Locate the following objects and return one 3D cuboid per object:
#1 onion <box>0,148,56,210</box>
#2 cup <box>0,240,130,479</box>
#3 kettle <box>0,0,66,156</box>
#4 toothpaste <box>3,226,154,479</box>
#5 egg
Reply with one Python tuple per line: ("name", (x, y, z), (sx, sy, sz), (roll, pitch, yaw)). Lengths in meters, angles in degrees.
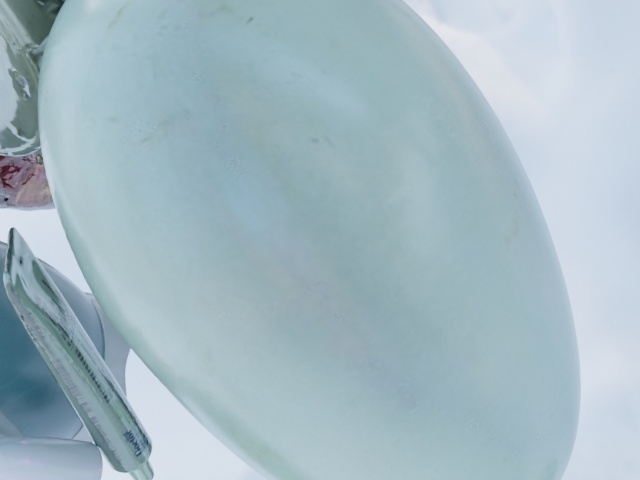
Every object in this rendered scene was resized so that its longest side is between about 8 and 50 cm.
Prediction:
("onion", (-0.291, -0.132, 1.510), (0.252, 0.252, 0.219), (-37, 38, 9))
("cup", (-0.221, 0.077, 0.934), (0.299, 0.173, 0.168), (38, 107, 46))
("kettle", (-0.125, -0.266, 0.915), (0.361, 0.250, 0.377), (7, 50, 46))
("toothpaste", (-0.136, 0.075, 0.819), (0.029, 0.197, 0.048), (-16, 40, 8))
("egg", (0.000, 0.000, 0.766), (0.230, 0.371, 0.230), (-36, 6, 4))
